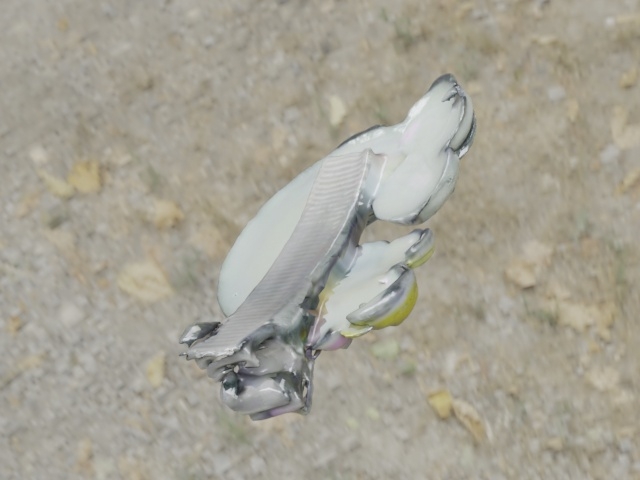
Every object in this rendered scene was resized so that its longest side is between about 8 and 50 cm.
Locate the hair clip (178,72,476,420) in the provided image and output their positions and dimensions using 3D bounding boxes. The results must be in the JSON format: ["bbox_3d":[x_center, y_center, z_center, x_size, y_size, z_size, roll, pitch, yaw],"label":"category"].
[{"bbox_3d":[0.000,0.000,0.704,0.116,0.049,0.172,-10,37,37],"label":"hair clip"}]
